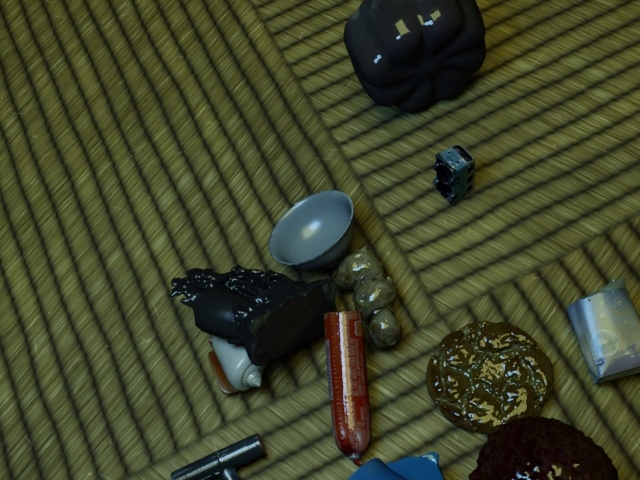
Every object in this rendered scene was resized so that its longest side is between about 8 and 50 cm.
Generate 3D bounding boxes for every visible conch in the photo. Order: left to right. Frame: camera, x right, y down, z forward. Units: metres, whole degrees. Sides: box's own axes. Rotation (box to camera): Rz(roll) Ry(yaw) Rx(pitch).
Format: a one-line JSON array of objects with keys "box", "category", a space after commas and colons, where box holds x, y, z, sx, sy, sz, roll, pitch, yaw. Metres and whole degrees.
[{"box": [-0.167, 0.219, 1.728, 0.176, 0.104, 0.094, 30, 49, 26], "category": "conch"}]

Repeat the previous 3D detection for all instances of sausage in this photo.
[{"box": [0.050, 0.262, 1.658, 0.074, 0.074, 0.274, -6, 74, 7], "category": "sausage"}]

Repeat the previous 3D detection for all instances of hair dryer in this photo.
[{"box": [-0.154, 0.460, 1.629, 0.173, 0.050, 0.194, -24, 64, 1], "category": "hair dryer"}]

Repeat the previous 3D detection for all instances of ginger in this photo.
[{"box": [0.098, 0.111, 1.744, 0.104, 0.080, 0.204, -33, 60, 8], "category": "ginger"}]

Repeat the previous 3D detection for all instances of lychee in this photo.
[{"box": [0.348, 0.402, 1.450, 0.261, 0.260, 0.260, -4, 62, 8], "category": "lychee"}]

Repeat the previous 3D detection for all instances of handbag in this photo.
[{"box": [0.509, 0.158, 1.641, 0.117, 0.095, 0.173, -14, 69, -3], "category": "handbag"}]

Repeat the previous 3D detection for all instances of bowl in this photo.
[{"box": [0.000, 0.000, 1.801, 0.189, 0.086, 0.189, -24, 37, 19], "category": "bowl"}]

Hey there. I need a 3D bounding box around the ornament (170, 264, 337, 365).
[{"box": [-0.131, 0.107, 1.740, 0.251, 0.106, 0.260, -21, 34, -39], "category": "ornament"}]

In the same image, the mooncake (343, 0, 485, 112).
[{"box": [0.195, -0.390, 1.871, 0.306, 0.306, 0.154, -22, 63, -2], "category": "mooncake"}]

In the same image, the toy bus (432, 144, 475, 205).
[{"box": [0.265, -0.133, 1.817, 0.075, 0.123, 0.060, -33, 62, -12], "category": "toy bus"}]

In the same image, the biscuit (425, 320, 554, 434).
[{"box": [0.301, 0.241, 1.659, 0.226, 0.042, 0.225, -5, 62, 9], "category": "biscuit"}]

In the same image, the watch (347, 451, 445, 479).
[{"box": [0.103, 0.452, 1.451, 0.241, 0.274, 0.305, 28, 76, 23], "category": "watch"}]
